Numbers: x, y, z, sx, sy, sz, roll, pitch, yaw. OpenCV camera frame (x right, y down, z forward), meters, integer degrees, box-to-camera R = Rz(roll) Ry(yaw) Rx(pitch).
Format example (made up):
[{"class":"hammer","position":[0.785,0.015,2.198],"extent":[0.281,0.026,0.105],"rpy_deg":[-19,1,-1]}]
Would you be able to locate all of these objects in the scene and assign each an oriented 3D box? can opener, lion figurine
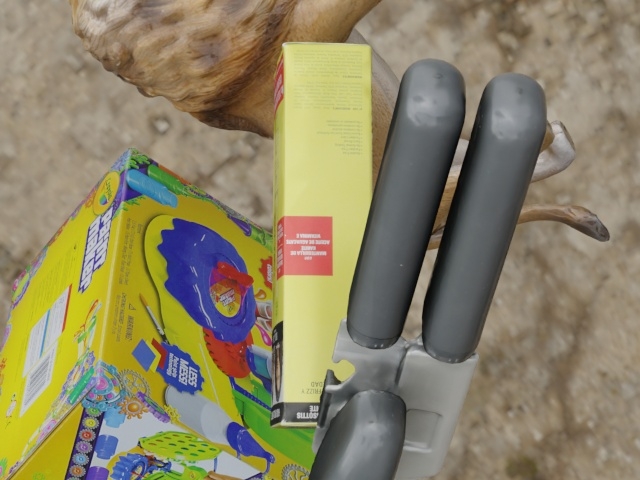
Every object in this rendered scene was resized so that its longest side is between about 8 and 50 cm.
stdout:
[{"class":"can opener","position":[0.049,0.041,0.760],"extent":[0.074,0.280,0.093],"rpy_deg":[9,40,-4]},{"class":"lion figurine","position":[0.017,-0.091,1.110],"extent":[0.240,0.392,0.142],"rpy_deg":[-32,21,14]}]

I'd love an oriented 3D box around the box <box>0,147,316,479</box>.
[{"class":"box","position":[-0.091,0.130,1.199],"extent":[0.177,0.279,0.290],"rpy_deg":[-46,25,26]}]

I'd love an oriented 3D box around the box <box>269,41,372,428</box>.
[{"class":"box","position":[0.000,0.000,0.968],"extent":[0.058,0.087,0.232],"rpy_deg":[2,82,-6]}]
